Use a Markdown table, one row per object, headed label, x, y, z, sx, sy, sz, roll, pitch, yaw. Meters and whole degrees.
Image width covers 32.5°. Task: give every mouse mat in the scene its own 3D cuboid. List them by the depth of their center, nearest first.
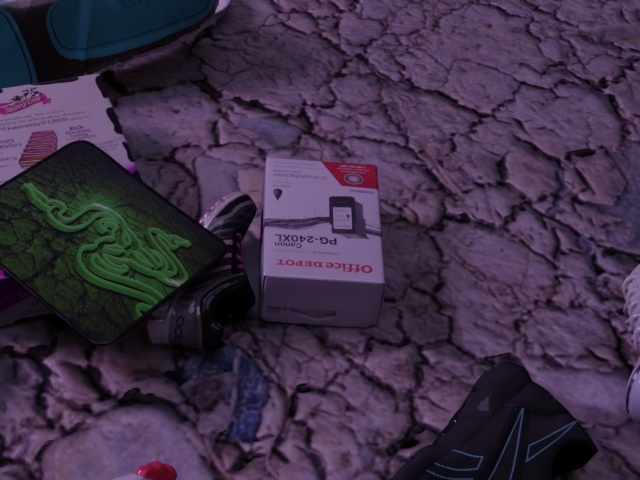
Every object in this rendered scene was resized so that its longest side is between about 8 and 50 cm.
| label | x | y | z | sx | sy | sz | roll | pitch | yaw |
| --- | --- | --- | --- | --- | --- | --- | --- | --- | --- |
| mouse mat | -0.193 | -0.005 | 0.920 | 0.190 | 0.007 | 0.153 | 36 | 52 | 19 |

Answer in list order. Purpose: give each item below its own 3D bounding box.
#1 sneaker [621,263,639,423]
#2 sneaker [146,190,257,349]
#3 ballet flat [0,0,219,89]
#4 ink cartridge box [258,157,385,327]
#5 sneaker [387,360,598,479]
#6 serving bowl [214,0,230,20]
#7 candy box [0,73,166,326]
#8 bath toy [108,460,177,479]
| label | x | y | z | sx | sy | sz | roll | pitch | yaw |
| --- | --- | --- | --- | --- | --- | --- | --- | --- | --- |
| sneaker | 0.314 | 0.070 | 0.988 | 0.091 | 0.094 | 0.258 | 16 | 40 | 30 |
| sneaker | -0.085 | 0.031 | 0.965 | 0.075 | 0.063 | 0.170 | 20 | 53 | 9 |
| ballet flat | -0.296 | -0.206 | 1.115 | 0.409 | 0.147 | 0.147 | -20 | 54 | -21 |
| ink cartridge box | 0.000 | 0.000 | 1.004 | 0.109 | 0.063 | 0.150 | 4 | 47 | -6 |
| sneaker | 0.111 | 0.195 | 0.820 | 0.106 | 0.101 | 0.267 | 36 | 53 | 19 |
| serving bowl | -0.144 | -0.271 | 1.251 | 0.083 | 0.027 | 0.083 | 4 | 47 | -5 |
| candy box | -0.248 | -0.043 | 0.998 | 0.159 | 0.071 | 0.233 | -12 | 52 | -19 |
| bath toy | -0.043 | 0.261 | 0.710 | 0.348 | 0.151 | 0.129 | 26 | 61 | 27 |
